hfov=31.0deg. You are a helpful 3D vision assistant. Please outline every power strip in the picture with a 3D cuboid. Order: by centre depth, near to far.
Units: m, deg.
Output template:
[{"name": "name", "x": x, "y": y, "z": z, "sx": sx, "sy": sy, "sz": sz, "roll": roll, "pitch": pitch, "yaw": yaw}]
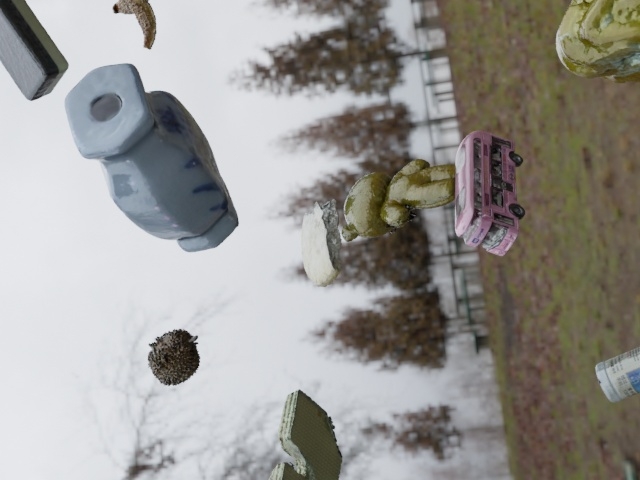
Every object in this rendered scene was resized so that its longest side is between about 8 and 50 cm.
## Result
[{"name": "power strip", "x": -0.577, "y": -0.395, "z": 2.170, "sx": 0.070, "sy": 0.105, "sz": 0.256, "roll": -34, "pitch": -92, "yaw": -43}]

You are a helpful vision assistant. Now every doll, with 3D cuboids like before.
[{"name": "doll", "x": 0.131, "y": -0.058, "z": 1.761, "sx": 0.097, "sy": 0.210, "sz": 0.137, "roll": 50, "pitch": -134, "yaw": -34}]

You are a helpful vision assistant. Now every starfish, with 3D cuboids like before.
[{"name": "starfish", "x": -0.315, "y": -0.427, "z": 1.900, "sx": 0.240, "sy": 0.043, "sz": 0.227, "roll": -7, "pitch": 115, "yaw": 60}]

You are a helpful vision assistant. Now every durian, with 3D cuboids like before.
[{"name": "durian", "x": -0.207, "y": 0.166, "z": 1.656, "sx": 0.080, "sy": 0.091, "sz": 0.080, "roll": 42, "pitch": -157, "yaw": -23}]

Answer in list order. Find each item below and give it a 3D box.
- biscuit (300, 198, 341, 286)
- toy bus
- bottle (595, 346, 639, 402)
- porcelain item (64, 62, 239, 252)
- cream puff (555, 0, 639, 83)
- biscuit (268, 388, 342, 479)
[{"name": "biscuit", "x": 0.000, "y": 0.000, "z": 2.486, "sx": 0.265, "sy": 0.040, "sz": 0.188, "roll": -127, "pitch": 45, "yaw": -64}, {"name": "toy bus", "x": 0.236, "y": -0.071, "z": 1.630, "sx": 0.203, "sy": 0.090, "sz": 0.063, "roll": -84, "pitch": 16, "yaw": -45}, {"name": "bottle", "x": 0.465, "y": 0.144, "z": 1.494, "sx": 0.060, "sy": 0.217, "sz": 0.060, "roll": 48, "pitch": -154, "yaw": -32}, {"name": "porcelain item", "x": -0.293, "y": -0.138, "z": 2.109, "sx": 0.405, "sy": 0.179, "sz": 0.242, "roll": 51, "pitch": -166, "yaw": -57}, {"name": "cream puff", "x": 0.384, "y": -0.296, "z": 1.437, "sx": 0.221, "sy": 0.195, "sz": 0.194, "roll": 140, "pitch": 127, "yaw": -70}, {"name": "biscuit", "x": -0.025, "y": 0.395, "z": 2.017, "sx": 0.147, "sy": 0.046, "sz": 0.250, "roll": 44, "pitch": -143, "yaw": -29}]
